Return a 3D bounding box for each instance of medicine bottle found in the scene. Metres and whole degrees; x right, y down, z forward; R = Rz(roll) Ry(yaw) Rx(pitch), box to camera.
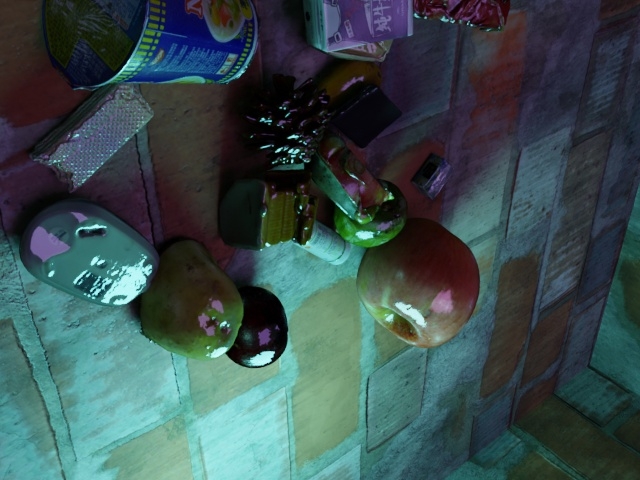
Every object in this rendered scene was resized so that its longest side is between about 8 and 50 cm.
[{"bbox_3d":[0.000,0.000,1.990,0.183,0.086,0.086,31,93,-50],"label":"medicine bottle"}]

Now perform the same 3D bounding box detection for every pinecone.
[{"bbox_3d":[-0.079,-0.271,1.649,0.229,0.202,0.201,-36,116,8],"label":"pinecone"}]

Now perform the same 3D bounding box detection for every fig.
[{"bbox_3d":[0.123,-0.049,2.017,0.203,0.203,0.235,-31,156,-27],"label":"fig"}]

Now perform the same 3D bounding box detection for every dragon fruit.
[{"bbox_3d":[0.301,-0.592,1.778,0.330,0.302,0.240,-35,171,-35],"label":"dragon fruit"},{"bbox_3d":[0.062,-0.161,1.813,0.130,0.268,0.295,-45,132,5],"label":"dragon fruit"}]

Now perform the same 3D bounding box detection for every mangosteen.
[{"bbox_3d":[-0.186,0.221,1.872,0.216,0.216,0.216,-25,132,-32],"label":"mangosteen"}]

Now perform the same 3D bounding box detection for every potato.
[{"bbox_3d":[-0.288,0.158,1.718,0.243,0.243,0.285,9,107,-48],"label":"potato"}]

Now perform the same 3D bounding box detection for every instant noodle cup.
[{"bbox_3d":[-0.284,-0.393,1.323,0.312,0.284,0.284,-5,120,-53],"label":"instant noodle cup"}]

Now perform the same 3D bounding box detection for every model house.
[{"bbox_3d":[-0.101,-0.075,1.751,0.229,0.220,0.199,-12,113,-40],"label":"model house"}]

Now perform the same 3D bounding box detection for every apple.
[{"bbox_3d":[0.293,0.115,2.161,0.364,0.364,0.363,-25,132,-32],"label":"apple"}]

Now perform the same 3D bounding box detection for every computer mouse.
[{"bbox_3d":[-0.476,0.027,1.529,0.197,0.095,0.331,-43,144,0],"label":"computer mouse"}]

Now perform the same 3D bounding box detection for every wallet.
[{"bbox_3d":[0.116,-0.309,1.837,0.146,0.030,0.285,-35,164,13],"label":"wallet"}]

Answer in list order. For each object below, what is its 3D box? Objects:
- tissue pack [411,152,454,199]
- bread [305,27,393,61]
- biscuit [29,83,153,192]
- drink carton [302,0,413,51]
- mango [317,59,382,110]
[{"bbox_3d":[0.345,-0.188,2.210,0.111,0.079,0.085,-53,140,-3],"label":"tissue pack"},{"bbox_3d":[0.070,-0.512,1.673,0.210,0.110,0.192,-4,115,-30],"label":"bread"},{"bbox_3d":[-0.441,-0.210,1.427,0.239,0.062,0.108,-47,138,-12],"label":"biscuit"},{"bbox_3d":[0.079,-0.491,1.560,0.223,0.102,0.134,-17,122,-22],"label":"drink carton"},{"bbox_3d":[0.062,-0.369,1.790,0.195,0.098,0.137,-39,151,-7],"label":"mango"}]
